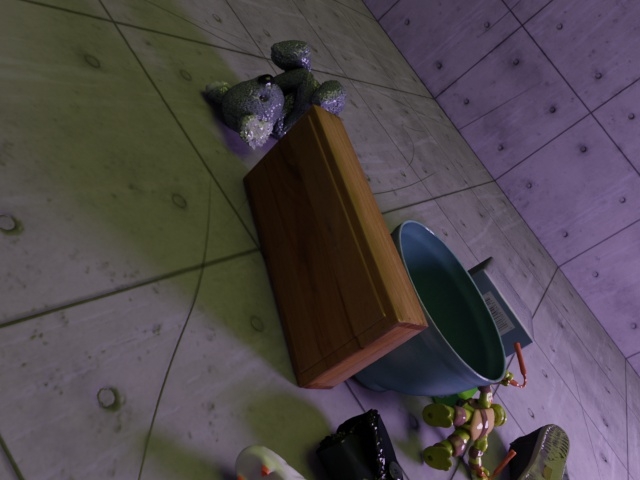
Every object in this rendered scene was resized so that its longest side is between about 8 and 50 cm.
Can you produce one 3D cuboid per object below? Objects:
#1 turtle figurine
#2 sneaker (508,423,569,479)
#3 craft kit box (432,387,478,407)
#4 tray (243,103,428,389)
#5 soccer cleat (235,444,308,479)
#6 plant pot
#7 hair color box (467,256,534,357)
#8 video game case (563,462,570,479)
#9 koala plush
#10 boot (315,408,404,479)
[{"bbox_3d":[0.268,0.309,0.984,0.218,0.269,0.087,2,12,-41],"label":"turtle figurine"},{"bbox_3d":[0.399,0.465,1.080,0.083,0.118,0.222,40,56,6],"label":"sneaker"},{"bbox_3d":[0.251,0.210,1.176,0.247,0.061,0.249,-13,67,-57],"label":"craft kit box"},{"bbox_3d":[0.000,0.000,0.885,0.076,0.203,0.410,17,43,-42],"label":"tray"},{"bbox_3d":[-0.028,0.303,0.647,0.196,0.068,0.076,53,22,-12],"label":"soccer cleat"},{"bbox_3d":[0.144,0.138,0.942,0.293,0.196,0.293,41,30,-29],"label":"plant pot"},{"bbox_3d":[0.412,0.155,1.349,0.185,0.114,0.374,57,18,9],"label":"hair color box"},{"bbox_3d":[0.482,0.546,1.071,0.173,0.022,0.190,-67,143,-59],"label":"video game case"},{"bbox_3d":[-0.103,-0.266,1.117,0.221,0.203,0.196,-20,63,-39],"label":"koala plush"},{"bbox_3d":[0.116,0.334,0.782,0.247,0.094,0.207,-3,63,-50],"label":"boot"}]
